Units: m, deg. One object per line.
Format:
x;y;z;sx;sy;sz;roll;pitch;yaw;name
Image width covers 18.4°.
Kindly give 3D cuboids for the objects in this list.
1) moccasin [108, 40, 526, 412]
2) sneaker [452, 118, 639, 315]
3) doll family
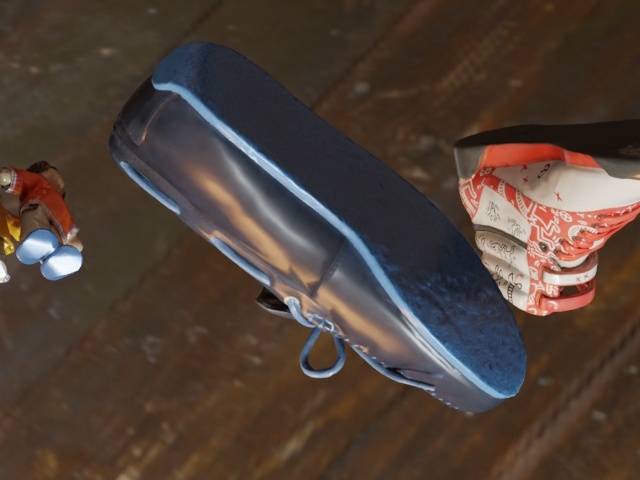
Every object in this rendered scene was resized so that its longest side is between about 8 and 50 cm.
0.000;0.000;1.386;0.342;0.138;0.117;45;125;-12;moccasin
0.210;-0.015;1.553;0.090;0.270;0.145;-20;102;-29;sneaker
-0.300;-0.061;1.547;0.118;0.163;0.263;-34;120;8;doll family
